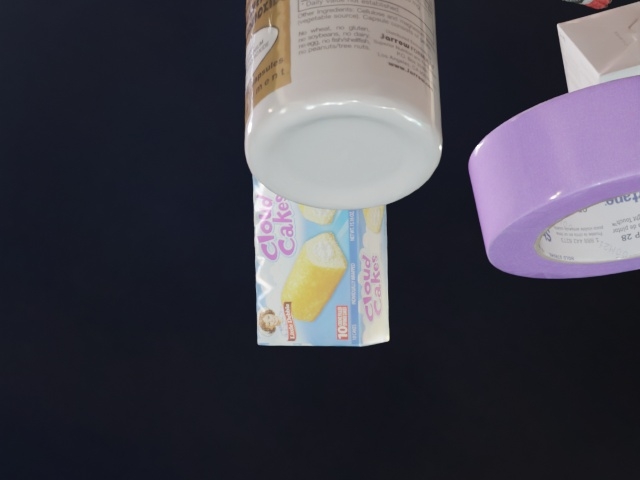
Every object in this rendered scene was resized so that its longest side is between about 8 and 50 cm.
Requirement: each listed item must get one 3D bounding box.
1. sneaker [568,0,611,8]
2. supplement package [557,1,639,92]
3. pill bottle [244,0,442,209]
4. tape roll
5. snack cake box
[{"bbox_3d":[0.281,-0.324,2.014,0.093,0.225,0.088,6,-125,-8],"label":"sneaker"},{"bbox_3d":[0.404,-0.167,2.402,0.149,0.203,0.194,-15,-153,-2],"label":"supplement package"},{"bbox_3d":[0.014,-0.147,1.317,0.131,0.131,0.229,15,-126,-23],"label":"pill bottle"},{"bbox_3d":[0.274,-0.053,1.707,0.275,0.275,0.090,5,-115,-37],"label":"tape roll"},{"bbox_3d":[0.000,0.000,2.431,0.152,0.264,0.089,-1,-179,27],"label":"snack cake box"}]
